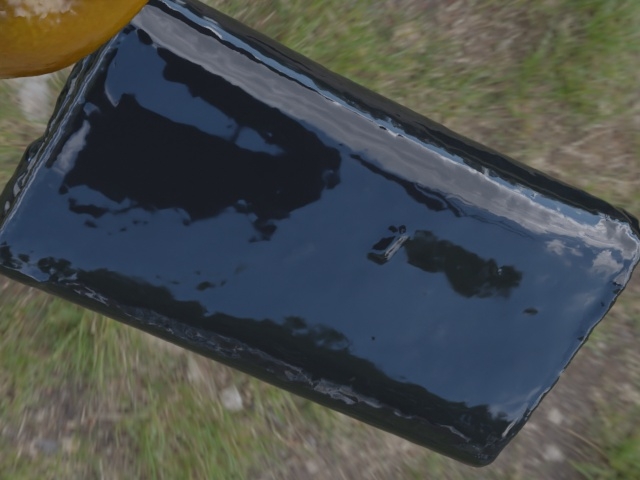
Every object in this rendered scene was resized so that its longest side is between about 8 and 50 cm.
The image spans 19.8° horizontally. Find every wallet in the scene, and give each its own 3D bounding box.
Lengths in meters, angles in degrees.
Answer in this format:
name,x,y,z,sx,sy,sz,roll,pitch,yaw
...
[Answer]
name,x,y,z,sx,sy,sz,roll,pitch,yaw
wallet,0.000,-0.001,1.243,0.406,0.062,0.228,25,113,-20

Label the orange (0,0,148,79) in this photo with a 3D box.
name,x,y,z,sx,sy,sz,roll,pitch,yaw
orange,-0.186,-0.188,0.936,0.249,0.183,0.249,2,121,4
